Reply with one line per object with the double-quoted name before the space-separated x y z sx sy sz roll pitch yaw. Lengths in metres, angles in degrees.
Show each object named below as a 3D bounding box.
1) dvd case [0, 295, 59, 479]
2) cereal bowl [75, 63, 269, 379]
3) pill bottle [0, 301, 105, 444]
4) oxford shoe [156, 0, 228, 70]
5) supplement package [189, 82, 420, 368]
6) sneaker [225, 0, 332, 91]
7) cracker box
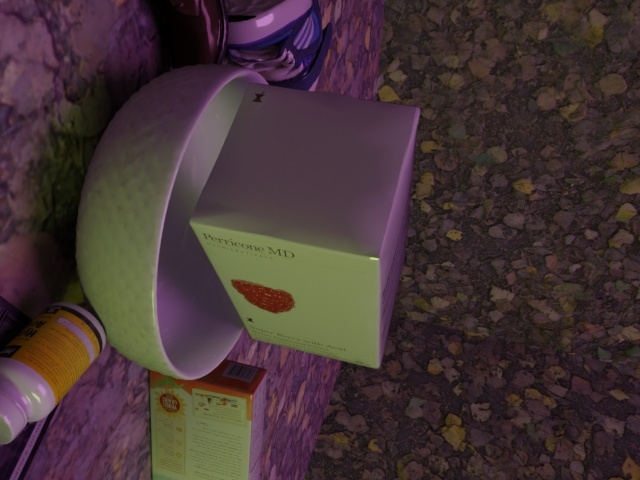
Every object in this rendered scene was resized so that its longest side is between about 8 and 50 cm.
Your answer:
"dvd case" -0.290 0.134 0.480 0.221 0.018 0.165 79 24 -59
"cereal bowl" -0.158 -0.028 0.646 0.339 0.141 0.339 11 90 -77
"pill bottle" -0.240 0.110 0.488 0.116 0.065 0.065 -64 161 -55
"oxford shoe" -0.156 -0.272 0.635 0.096 0.082 0.227 -31 133 -49
"supplement package" 0.000 0.000 0.642 0.293 0.177 0.175 80 25 -60
"sneaker" -0.067 -0.266 0.875 0.323 0.130 0.236 -72 163 -53
"cracker box" -0.166 0.283 0.854 0.067 0.155 0.233 -55 154 -64
